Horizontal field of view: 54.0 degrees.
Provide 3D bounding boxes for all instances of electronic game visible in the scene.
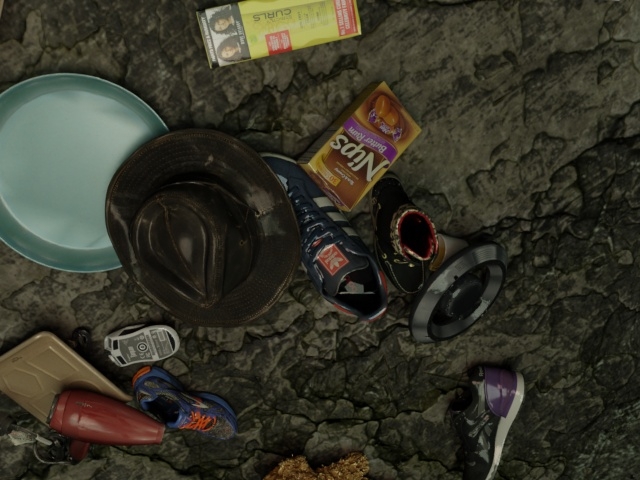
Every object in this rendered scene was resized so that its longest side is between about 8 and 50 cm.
[{"bbox_3d":[0.252,0.097,1.138,0.229,0.048,0.229,-24,139,-23],"label":"electronic game"}]

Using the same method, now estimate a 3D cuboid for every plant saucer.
[{"bbox_3d":[-0.374,-0.101,0.979,0.317,0.044,0.318,-4,114,-10],"label":"plant saucer"}]

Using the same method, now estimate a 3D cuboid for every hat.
[{"bbox_3d":[-0.183,0.008,0.936,0.331,0.134,0.332,1,110,2],"label":"hat"}]

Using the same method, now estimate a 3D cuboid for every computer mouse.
[{"bbox_3d":[-0.341,0.188,1.111,0.192,0.042,0.106,-11,110,0],"label":"computer mouse"}]

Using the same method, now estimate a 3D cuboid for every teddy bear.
[{"bbox_3d":[0.014,0.537,1.304,0.337,0.113,0.245,9,118,-22],"label":"teddy bear"}]

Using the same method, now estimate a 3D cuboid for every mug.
[{"bbox_3d":[0.234,0.021,1.149,0.064,0.078,0.062,4,80,-22],"label":"mug"}]

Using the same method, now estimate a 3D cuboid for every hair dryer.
[{"bbox_3d":[-0.411,0.327,1.098,0.293,0.080,0.224,-4,146,13],"label":"hair dryer"}]

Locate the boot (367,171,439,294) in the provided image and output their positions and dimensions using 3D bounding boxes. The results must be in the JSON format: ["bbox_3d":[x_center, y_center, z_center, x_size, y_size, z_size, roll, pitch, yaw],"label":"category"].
[{"bbox_3d":[0.145,0.018,1.053,0.085,0.179,0.237,-18,114,-2],"label":"boot"}]

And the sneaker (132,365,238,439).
[{"bbox_3d":[-0.250,0.319,1.157,0.221,0.087,0.083,31,105,-21],"label":"sneaker"}]

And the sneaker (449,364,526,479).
[{"bbox_3d":[0.318,0.382,1.302,0.124,0.107,0.284,13,107,0],"label":"sneaker"}]

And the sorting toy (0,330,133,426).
[{"bbox_3d":[-0.459,0.247,1.092,0.193,0.038,0.208,-29,121,24],"label":"sorting toy"}]

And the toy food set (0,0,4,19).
[{"bbox_3d":[-0.505,-0.366,0.765,0.219,0.092,0.306,11,85,-16],"label":"toy food set"}]

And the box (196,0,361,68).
[{"bbox_3d":[-0.061,-0.324,0.935,0.232,0.058,0.087,-13,114,-5],"label":"box"}]

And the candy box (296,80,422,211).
[{"bbox_3d":[0.064,-0.150,1.005,0.187,0.053,0.109,-48,114,-10],"label":"candy box"}]

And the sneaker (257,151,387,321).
[{"bbox_3d":[0.000,0.000,1.036,0.131,0.148,0.350,-42,114,8],"label":"sneaker"}]
